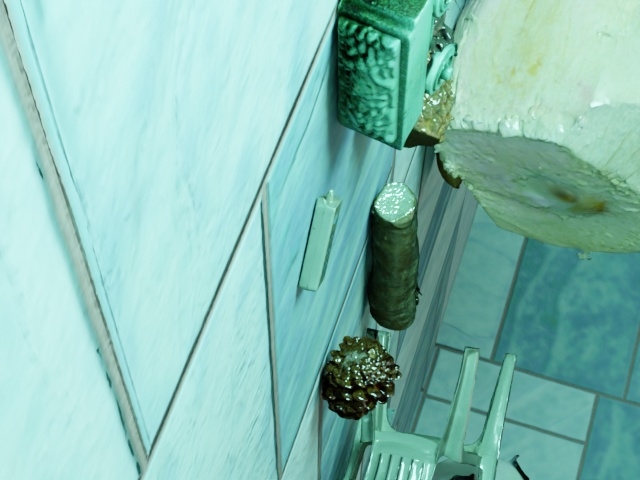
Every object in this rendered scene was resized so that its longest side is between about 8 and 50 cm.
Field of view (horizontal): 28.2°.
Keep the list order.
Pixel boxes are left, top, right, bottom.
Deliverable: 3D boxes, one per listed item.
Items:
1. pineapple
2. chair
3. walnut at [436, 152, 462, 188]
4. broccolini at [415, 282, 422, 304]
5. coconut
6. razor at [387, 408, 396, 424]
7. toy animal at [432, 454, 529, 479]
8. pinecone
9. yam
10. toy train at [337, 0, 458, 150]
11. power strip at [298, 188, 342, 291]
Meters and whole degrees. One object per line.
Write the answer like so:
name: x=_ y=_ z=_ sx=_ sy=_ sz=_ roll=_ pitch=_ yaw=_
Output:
pineapple: x=0.081 y=-0.157 z=1.027 sx=0.074 sy=0.074 sz=0.159 roll=59 pitch=39 yaw=-78
chair: x=0.112 y=0.254 z=1.570 sx=0.190 sy=0.203 sz=0.275 roll=21 pitch=77 yaw=-70
walnut: x=0.191 y=-0.135 z=1.803 sx=0.091 sy=0.052 sz=0.121 roll=70 pitch=38 yaw=-78
broccolini: x=0.132 y=0.055 z=1.889 sx=0.035 sy=0.030 sz=0.140 roll=-31 pitch=148 yaw=-20
coconut: x=0.349 y=-0.202 z=1.606 sx=0.404 sy=0.404 sz=0.404 roll=16 pitch=90 yaw=-81
razor: x=0.088 y=0.229 z=1.892 sx=0.068 sy=0.040 sz=0.135 roll=-66 pitch=162 yaw=-46
toy animal: x=0.162 y=0.417 z=1.743 sx=0.310 sy=0.251 sz=0.251 roll=-43 pitch=-171 yaw=31
pinecone: x=0.038 y=0.136 z=1.252 sx=0.077 sy=0.077 sz=0.083 roll=-65 pitch=178 yaw=-47
yam: x=0.080 y=0.023 z=1.371 sx=0.274 sy=0.061 sz=0.061 roll=87 pitch=21 yaw=-63
toy train: x=0.049 y=-0.133 z=0.862 sx=0.099 sy=0.070 sz=0.172 roll=-59 pitch=166 yaw=-22
power strip: x=0.000 y=0.000 z=0.947 sx=0.027 sy=0.017 sz=0.083 roll=-60 pitch=165 yaw=-63
